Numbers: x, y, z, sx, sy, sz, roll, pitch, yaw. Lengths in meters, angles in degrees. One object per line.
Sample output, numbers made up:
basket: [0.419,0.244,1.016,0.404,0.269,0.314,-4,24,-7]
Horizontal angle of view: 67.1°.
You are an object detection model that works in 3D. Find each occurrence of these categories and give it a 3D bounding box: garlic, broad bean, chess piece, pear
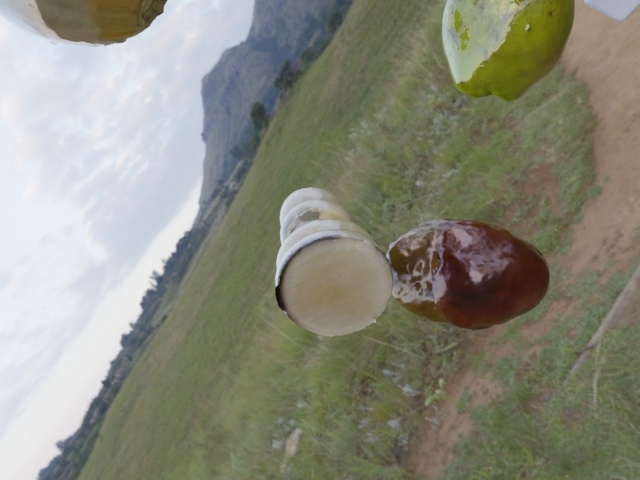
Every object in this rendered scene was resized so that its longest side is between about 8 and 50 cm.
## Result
garlic: [-0.256,-0.290,0.462,0.164,0.245,0.145,-21,-23,-37]
broad bean: [0.207,0.048,0.694,0.122,0.228,0.156,-83,1,-65]
chess piece: [0.000,0.000,0.670,0.143,0.142,0.261,-52,23,17]
pear: [0.158,-0.186,0.411,0.107,0.107,0.132,-89,14,-76]

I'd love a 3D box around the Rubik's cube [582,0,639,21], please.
Rubik's cube: [0.353,-0.549,0.620,0.322,0.318,0.316,126,152,-49]
